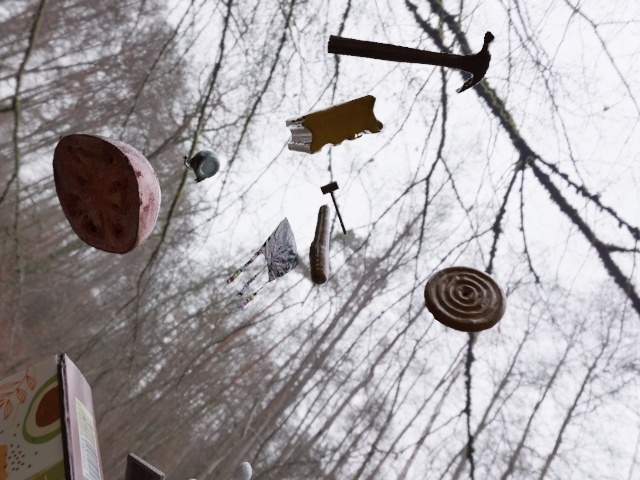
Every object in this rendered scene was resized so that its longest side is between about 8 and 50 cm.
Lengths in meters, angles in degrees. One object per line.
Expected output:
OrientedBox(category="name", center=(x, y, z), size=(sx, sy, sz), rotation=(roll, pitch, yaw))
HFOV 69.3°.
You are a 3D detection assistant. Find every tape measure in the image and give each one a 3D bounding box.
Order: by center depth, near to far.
OrientedBox(category="tape measure", center=(-0.428, -0.285, 1.637), size=(0.180, 0.107, 0.104), rotation=(39, -24, 50))

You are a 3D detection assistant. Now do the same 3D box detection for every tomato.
OrientedBox(category="tomato", center=(-0.539, -0.130, 1.217), size=(0.338, 0.143, 0.339), rotation=(11, -68, 28))

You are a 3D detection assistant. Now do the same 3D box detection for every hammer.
OrientedBox(category="hammer", center=(0.154, -0.337, 0.837), size=(0.296, 0.027, 0.125), rotation=(12, -37, 8))
OrientedBox(category="hammer", center=(0.032, -0.062, 0.886), size=(0.019, 0.035, 0.110), rotation=(41, 29, -67))

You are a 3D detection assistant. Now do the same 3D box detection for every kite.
OrientedBox(category="kite", center=(-0.139, 0.062, 1.166), size=(0.015, 0.285, 0.152), rotation=(3, -60, 30))

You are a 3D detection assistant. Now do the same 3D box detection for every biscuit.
OrientedBox(category="biscuit", center=(0.456, 0.175, 1.464), size=(0.261, 0.262, 0.037), rotation=(28, -36, 25))

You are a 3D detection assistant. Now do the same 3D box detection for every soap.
OrientedBox(category="soap", center=(0.020, -0.307, 1.235), size=(0.324, 0.204, 0.096), rotation=(-136, -153, -72))

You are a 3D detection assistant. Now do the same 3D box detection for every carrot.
OrientedBox(category="carrot", center=(0.001, -0.001, 1.559), size=(0.070, 0.343, 0.070), rotation=(3, -39, 2))

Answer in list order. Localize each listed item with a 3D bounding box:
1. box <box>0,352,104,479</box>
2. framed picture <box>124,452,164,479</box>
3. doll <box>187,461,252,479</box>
OrientedBox(category="box", center=(-0.546, 0.407, 0.702), size=(0.344, 0.385, 0.122), rotation=(46, -25, 48))
OrientedBox(category="framed picture", center=(-0.508, 0.765, 1.311), size=(0.192, 0.018, 0.266), rotation=(1, -94, 42))
OrientedBox(category="doll", center=(-0.260, 0.672, 1.072), size=(0.243, 0.311, 0.159), rotation=(50, -46, 6))
